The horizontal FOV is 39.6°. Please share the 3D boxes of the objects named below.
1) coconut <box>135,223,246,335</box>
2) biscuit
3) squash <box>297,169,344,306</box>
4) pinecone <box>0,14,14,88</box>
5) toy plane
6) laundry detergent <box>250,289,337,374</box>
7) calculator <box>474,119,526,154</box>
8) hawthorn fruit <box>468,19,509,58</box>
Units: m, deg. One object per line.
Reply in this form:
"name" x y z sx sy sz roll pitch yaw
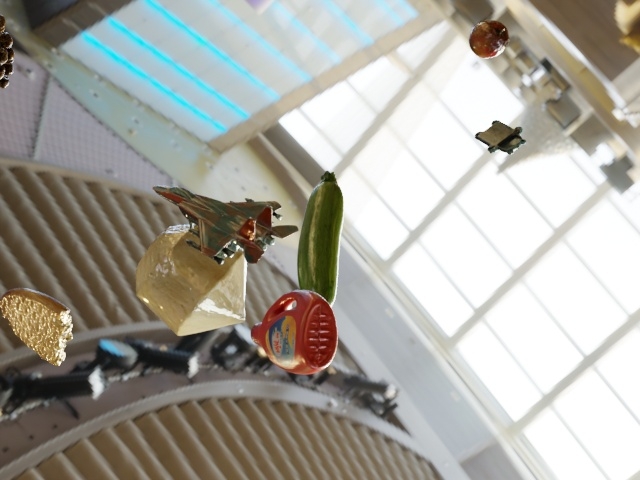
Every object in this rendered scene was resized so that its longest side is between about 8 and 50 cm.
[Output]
"coconut" -0.332 0.119 2.416 0.329 0.329 0.329 43 -164 -16
"biscuit" -0.515 0.145 1.614 0.144 0.224 0.033 30 -127 4
"squash" 0.000 0.000 2.224 0.107 0.107 0.395 34 -129 -40
"pinecone" -0.823 -0.426 2.034 0.264 0.264 0.264 43 -164 -16
"toy plane" -0.213 -0.043 1.771 0.326 0.104 0.223 18 -141 32
"laundry detergent" -0.040 0.108 1.067 0.049 0.097 0.165 6 175 -29
"calculator" 0.407 -0.231 2.003 0.019 0.094 0.141 57 175 -33
"hawthorn fruit" 0.310 -0.368 1.626 0.077 0.077 0.077 43 -164 -16
